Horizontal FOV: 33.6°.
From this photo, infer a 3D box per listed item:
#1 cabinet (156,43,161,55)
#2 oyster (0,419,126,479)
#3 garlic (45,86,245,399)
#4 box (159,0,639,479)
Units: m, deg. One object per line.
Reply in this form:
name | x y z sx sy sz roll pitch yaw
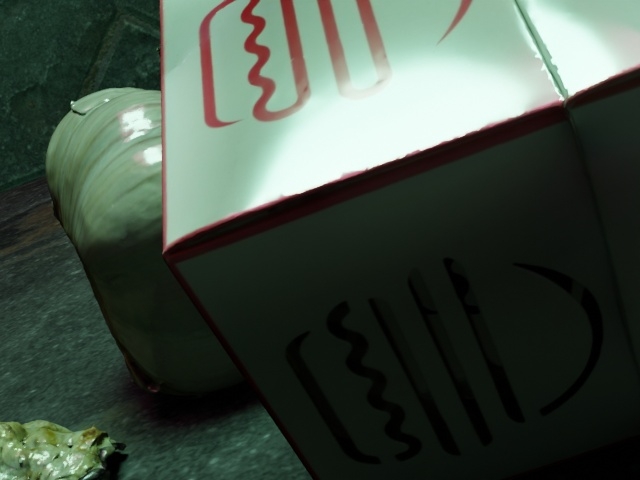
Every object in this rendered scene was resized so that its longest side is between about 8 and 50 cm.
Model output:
cabinet | -0.001 -0.175 1.435 0.290 0.318 0.227 -29 17 -33
oyster | -0.273 0.205 0.928 0.163 0.081 0.191 1 29 42
garlic | -0.146 -0.007 1.061 0.241 0.322 0.322 -27 17 -38
box | 0.086 -0.039 0.712 0.300 0.314 0.312 -20 42 8
